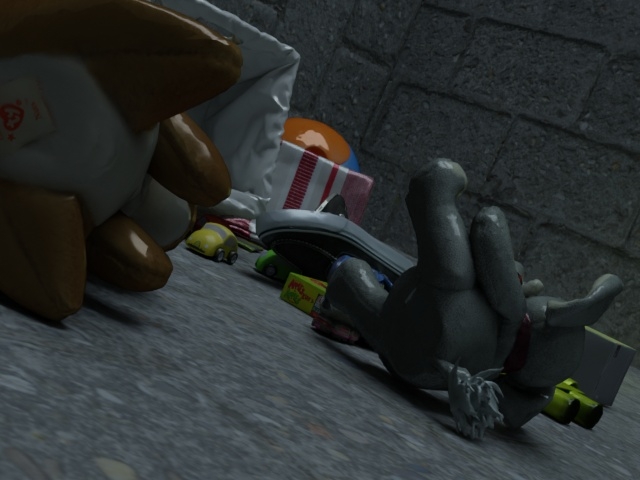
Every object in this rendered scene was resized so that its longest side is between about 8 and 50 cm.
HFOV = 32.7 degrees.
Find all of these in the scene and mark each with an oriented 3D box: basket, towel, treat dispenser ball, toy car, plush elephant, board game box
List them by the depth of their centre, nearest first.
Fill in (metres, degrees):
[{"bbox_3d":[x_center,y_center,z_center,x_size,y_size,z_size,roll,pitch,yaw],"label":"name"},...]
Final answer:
[{"bbox_3d":[0.212,0.092,1.329,0.255,0.272,0.330,5,43,-35],"label":"plush elephant"},{"bbox_3d":[0.033,0.100,1.656,0.092,0.043,0.181,28,5,40],"label":"board game box"},{"bbox_3d":[-0.116,0.016,1.816,0.225,0.053,0.239,23,4,-9],"label":"toy car"},{"bbox_3d":[-0.261,-0.222,1.909,0.328,0.331,0.266,22,-18,-32],"label":"basket"},{"bbox_3d":[-0.144,0.007,2.082,0.060,0.009,0.083,25,5,10],"label":"towel"},{"bbox_3d":[-0.070,-0.090,2.243,0.329,0.237,0.037,23,-22,-8],"label":"towel"},{"bbox_3d":[-0.053,-0.131,2.434,0.288,0.288,0.288,24,4,-2],"label":"treat dispenser ball"}]

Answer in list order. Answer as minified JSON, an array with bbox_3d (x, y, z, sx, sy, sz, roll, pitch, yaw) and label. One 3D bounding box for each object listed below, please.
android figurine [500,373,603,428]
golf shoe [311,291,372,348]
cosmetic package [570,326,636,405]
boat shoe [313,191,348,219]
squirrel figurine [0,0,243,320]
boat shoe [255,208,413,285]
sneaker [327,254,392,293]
[{"bbox_3d":[0.306,0.210,1.721,0.273,0.056,0.248,30,7,42],"label":"android figurine"},{"bbox_3d":[0.071,0.105,1.515,0.067,0.086,0.186,25,3,41],"label":"golf shoe"},{"bbox_3d":[0.472,0.214,2.111,0.238,0.127,0.107,29,7,39],"label":"cosmetic package"},{"bbox_3d":[0.000,0.000,2.082,0.095,0.112,0.335,40,23,1],"label":"boat shoe"},{"bbox_3d":[-0.278,-0.108,1.088,0.397,0.281,0.370,26,-2,3],"label":"squirrel figurine"},{"bbox_3d":[0.034,0.046,1.778,0.335,0.119,0.121,23,-30,-36],"label":"boat shoe"},{"bbox_3d":[0.063,0.060,1.651,0.059,0.053,0.144,29,7,34],"label":"sneaker"}]
